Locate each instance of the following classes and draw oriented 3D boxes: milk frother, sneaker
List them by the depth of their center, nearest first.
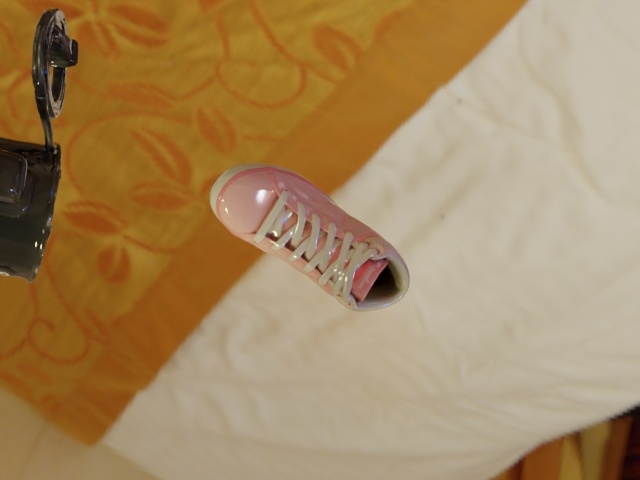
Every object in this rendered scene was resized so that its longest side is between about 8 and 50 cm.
[{"bbox_3d":[-0.212,-0.064,0.751,0.134,0.143,0.129,12,149,-19],"label":"milk frother"},{"bbox_3d":[0.000,0.000,0.794,0.134,0.051,0.070,29,-173,-33],"label":"sneaker"}]
